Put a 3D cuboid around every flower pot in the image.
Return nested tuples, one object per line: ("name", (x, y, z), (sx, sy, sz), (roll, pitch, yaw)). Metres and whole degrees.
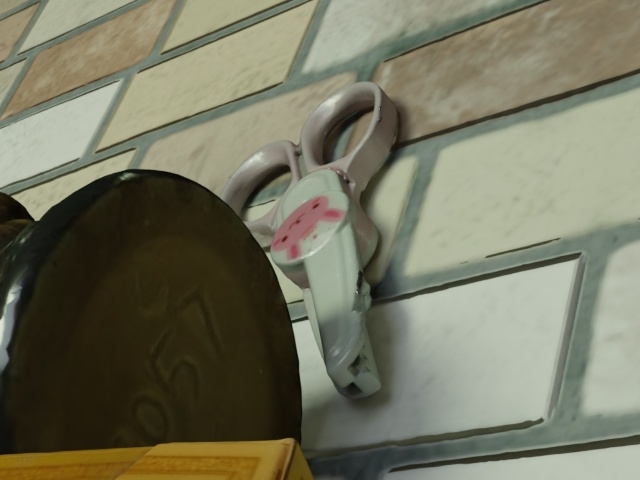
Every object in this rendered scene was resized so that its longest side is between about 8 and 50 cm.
("flower pot", (-0.167, 0.076, 0.595), (0.267, 0.266, 0.266), (-3, 48, 32))

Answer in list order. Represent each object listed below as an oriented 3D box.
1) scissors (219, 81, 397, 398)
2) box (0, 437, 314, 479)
("scissors", (0.000, 0.000, 0.693), (0.118, 0.030, 0.242), (-35, 30, 15))
("box", (-0.111, 0.154, 0.433), (0.274, 0.174, 0.076), (-7, 34, 24))
